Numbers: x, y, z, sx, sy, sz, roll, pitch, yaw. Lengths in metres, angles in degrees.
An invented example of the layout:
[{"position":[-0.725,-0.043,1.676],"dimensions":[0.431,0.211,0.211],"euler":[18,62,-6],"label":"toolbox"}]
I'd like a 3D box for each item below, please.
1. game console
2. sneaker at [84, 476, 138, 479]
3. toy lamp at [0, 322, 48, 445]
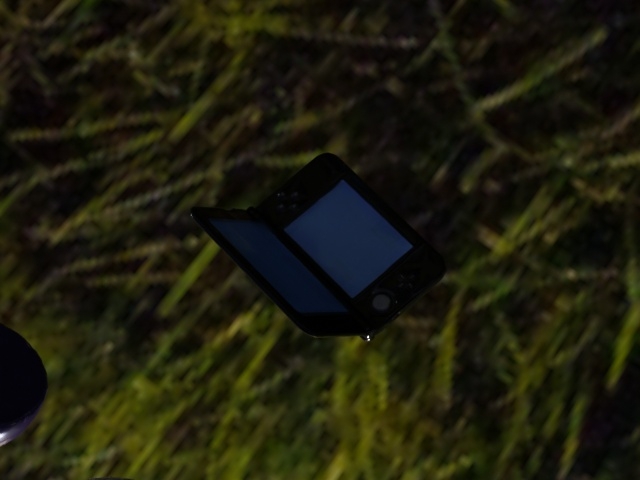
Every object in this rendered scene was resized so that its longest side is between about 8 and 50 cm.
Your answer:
[{"position":[0.000,0.000,1.233],"dimensions":[0.122,0.107,0.071],"euler":[45,169,25],"label":"game console"},{"position":[-0.083,0.226,1.138],"dimensions":[0.094,0.151,0.256],"euler":[26,-179,37],"label":"sneaker"},{"position":[-0.184,0.157,0.850],"dimensions":[0.080,0.080,0.274],"euler":[29,125,13],"label":"toy lamp"}]
